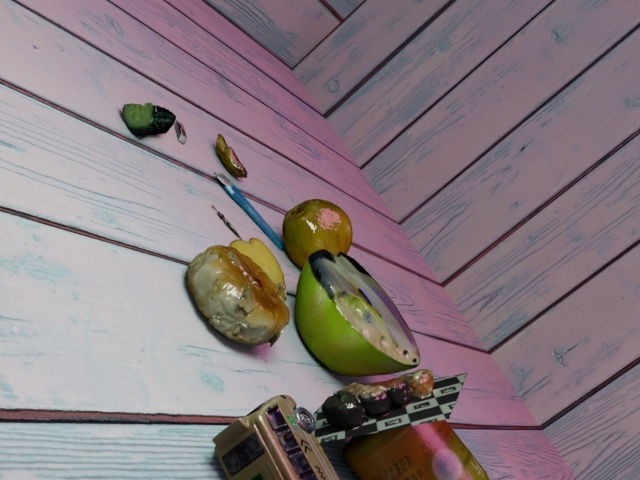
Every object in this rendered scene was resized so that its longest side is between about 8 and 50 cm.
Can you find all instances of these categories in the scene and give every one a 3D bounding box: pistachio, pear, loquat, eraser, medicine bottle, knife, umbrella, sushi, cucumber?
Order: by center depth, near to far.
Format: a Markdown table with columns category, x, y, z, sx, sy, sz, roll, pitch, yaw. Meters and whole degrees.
| category | x | y | z | sx | sy | sz | roll | pitch | yaw |
| --- | --- | --- | --- | --- | --- | --- | --- | --- | --- |
| sushi | 0.110 | 0.310 | 1.558 | 0.320 | 0.339 | 0.069 | -20 | 95 | -72 |
| medicine bottle | 0.241 | 0.529 | 1.612 | 0.384 | 0.224 | 0.224 | 53 | 16 | 7 |
| cucumber | -0.436 | -0.304 | 1.954 | 0.193 | 0.115 | 0.086 | -42 | 135 | -79 |
| pear | 0.065 | 0.212 | 1.969 | 0.399 | 0.165 | 0.399 | 45 | 16 | -17 |
| umbrella | -0.244 | -0.046 | 2.006 | 0.122 | 0.013 | 0.022 | 49 | -6 | 1 |
| eraser | -0.396 | -0.309 | 2.184 | 0.027 | 0.019 | 0.099 | 37 | 19 | -38 |
| knife | -0.202 | -0.084 | 2.192 | 0.297 | 0.026 | 0.044 | 50 | 18 | -9 |
| loquat | 0.000 | 0.000 | 2.241 | 0.246 | 0.213 | 0.213 | 54 | 12 | -26 |
| pistachio | -0.279 | -0.251 | 2.318 | 0.173 | 0.049 | 0.089 | 54 | -9 | 22 |

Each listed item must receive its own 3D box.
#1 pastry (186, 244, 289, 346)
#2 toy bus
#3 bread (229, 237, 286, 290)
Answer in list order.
| category | x | y | z | sx | sy | sz | roll | pitch | yaw |
| --- | --- | --- | --- | --- | --- | --- | --- | --- | --- |
| pastry | -0.172 | 0.108 | 1.639 | 0.235 | 0.120 | 0.257 | 41 | 17 | -28 |
| toy bus | -0.054 | 0.404 | 1.251 | 0.157 | 0.139 | 0.290 | 9 | 47 | -60 |
| bread | -0.162 | 0.076 | 1.871 | 0.149 | 0.065 | 0.188 | 6 | 48 | -53 |
